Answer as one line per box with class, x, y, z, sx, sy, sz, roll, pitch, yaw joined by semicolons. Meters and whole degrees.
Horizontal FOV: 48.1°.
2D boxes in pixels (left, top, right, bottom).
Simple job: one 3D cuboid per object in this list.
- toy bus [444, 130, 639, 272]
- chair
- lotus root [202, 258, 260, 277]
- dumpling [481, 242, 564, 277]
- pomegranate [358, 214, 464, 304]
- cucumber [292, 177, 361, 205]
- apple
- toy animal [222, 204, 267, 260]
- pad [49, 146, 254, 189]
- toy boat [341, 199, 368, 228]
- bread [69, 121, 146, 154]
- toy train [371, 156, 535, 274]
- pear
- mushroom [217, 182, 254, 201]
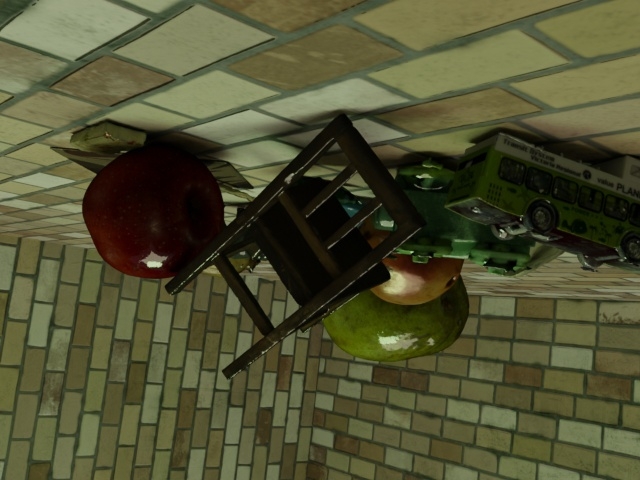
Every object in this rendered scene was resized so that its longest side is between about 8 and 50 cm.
toy bus;0.324;-0.052;0.933;0.302;0.139;0.113;17;170;-14
chair;0.000;0.000;1.066;0.416;0.203;0.240;-40;169;33
lotus root;-0.314;0.033;2.093;0.284;0.146;0.160;15;-170;-13
dumpling;0.350;-0.001;1.298;0.199;0.136;0.118;-9;159;26
pomegranate;0.166;0.010;1.291;0.209;0.209;0.209;6;173;1
cucumber;0.003;-0.089;1.286;0.155;0.037;0.037;10;172;-17
apple;-0.265;-0.045;1.152;0.201;0.218;0.218;-13;164;28
toy animal;-0.141;-0.017;1.592;0.269;0.137;0.082;11;174;35
pad;-0.304;-0.132;1.343;0.330;0.004;0.220;5;173;9
toy boat;0.036;-0.038;1.429;0.238;0.109;0.098;9;-167;1
bread;-0.330;-0.155;1.109;0.068;0.028;0.154;10;174;-38
toy train;0.215;-0.034;1.097;0.272;0.159;0.188;5;-179;5
pear;0.177;0.139;1.770;0.352;0.352;0.413;12;175;-38
mushroom;-0.211;-0.109;1.350;0.026;0.028;0.286;-41;156;15
